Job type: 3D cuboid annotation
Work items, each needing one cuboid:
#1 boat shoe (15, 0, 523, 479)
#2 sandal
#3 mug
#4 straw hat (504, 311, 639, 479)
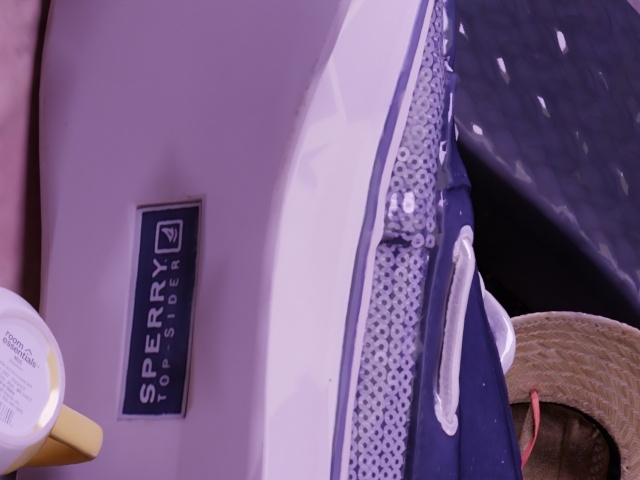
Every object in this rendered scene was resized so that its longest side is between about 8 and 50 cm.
[{"bbox_3d":[0.000,0.000,0.562,0.158,0.127,0.341,24,73,-54],"label":"boat shoe"},{"bbox_3d":[0.122,0.011,0.745,0.446,0.107,0.167,49,47,-19],"label":"sandal"},{"bbox_3d":[-0.095,0.036,0.459,0.078,0.064,0.062,-15,94,-54],"label":"mug"},{"bbox_3d":[0.075,0.084,0.666,0.061,0.144,0.144,-114,-175,-76],"label":"straw hat"}]
